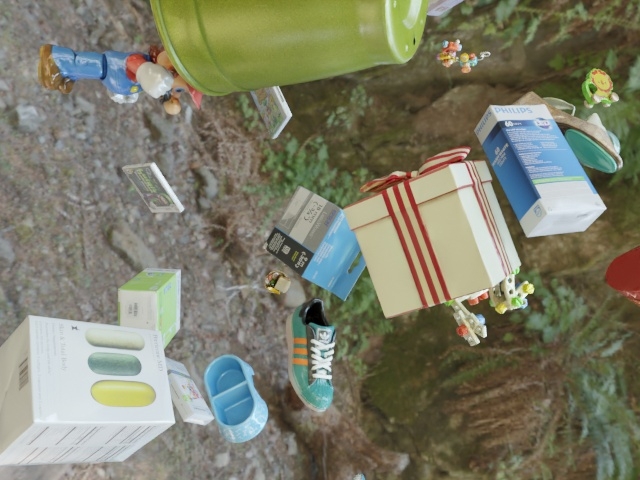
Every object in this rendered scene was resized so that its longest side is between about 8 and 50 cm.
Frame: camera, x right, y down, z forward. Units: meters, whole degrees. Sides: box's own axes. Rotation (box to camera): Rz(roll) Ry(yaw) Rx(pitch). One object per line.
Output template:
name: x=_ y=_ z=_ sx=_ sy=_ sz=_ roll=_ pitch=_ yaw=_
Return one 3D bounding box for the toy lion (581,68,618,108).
toy lion: x=0.670 y=-0.371 z=1.516 sx=0.100 sy=0.034 sz=0.096 roll=-10 pitch=75 yaw=-27

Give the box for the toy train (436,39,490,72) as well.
toy train: x=0.422 y=-0.550 z=1.892 sx=0.166 sy=0.125 sz=0.046 roll=8 pitch=83 yaw=-24

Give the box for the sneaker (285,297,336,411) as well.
sneaker: x=-0.016 y=0.282 z=1.612 sx=0.108 sy=0.121 sz=0.302 roll=14 pitch=43 yaw=-31

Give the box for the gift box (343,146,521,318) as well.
gift box: x=0.214 y=-0.023 z=1.216 sx=0.276 sy=0.255 sz=0.258 roll=-18 pitch=88 yaw=-64

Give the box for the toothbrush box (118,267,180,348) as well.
toothbrush box: x=-0.522 y=0.216 z=1.937 sx=0.283 sy=0.122 sz=0.207 roll=-78 pitch=171 yaw=-79

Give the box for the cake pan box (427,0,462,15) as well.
cake pan box: x=0.333 y=-0.718 z=1.517 sx=0.070 sy=0.266 sz=0.246 roll=-19 pitch=91 yaw=-45

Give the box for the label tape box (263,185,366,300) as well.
label tape box: x=0.000 y=0.000 z=1.953 sx=0.105 sy=0.333 sz=0.241 roll=28 pitch=94 yaw=-46

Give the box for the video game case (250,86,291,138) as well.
video game case: x=-0.166 y=-0.451 z=2.033 sx=0.194 sy=0.023 sz=0.212 roll=65 pitch=-19 yaw=2

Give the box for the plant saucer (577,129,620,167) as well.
plant saucer: x=0.757 y=-0.258 z=1.720 sx=0.021 sy=0.119 sz=0.120 roll=43 pitch=37 yaw=-65

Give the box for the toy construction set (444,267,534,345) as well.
toy construction set: x=0.474 y=0.164 z=1.830 sx=0.327 sy=0.151 sz=0.215 roll=-28 pitch=100 yaw=-38

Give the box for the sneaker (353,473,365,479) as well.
sneaker: x=0.084 y=0.799 z=1.876 sx=0.229 sy=0.092 sz=0.088 roll=-63 pitch=140 yaw=-51

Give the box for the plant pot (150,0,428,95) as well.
plant pot: x=-0.019 y=-0.411 z=1.009 sx=0.366 sy=0.352 sz=0.367 roll=8 pitch=90 yaw=-69

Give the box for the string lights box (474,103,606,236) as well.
string lights box: x=0.408 y=-0.139 z=1.184 sx=0.077 sy=0.133 sz=0.260 roll=112 pitch=-32 yaw=-53

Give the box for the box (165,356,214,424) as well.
box: x=-0.373 y=0.410 z=1.707 sx=0.186 sy=0.038 sz=0.145 roll=54 pitch=-2 yaw=24

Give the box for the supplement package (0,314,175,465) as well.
supplement package: x=-0.446 y=0.283 z=1.162 sx=0.262 sy=0.198 sz=0.199 roll=16 pitch=45 yaw=-44

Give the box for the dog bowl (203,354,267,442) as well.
dog bowl: x=-0.277 y=0.487 z=1.982 sx=0.297 sy=0.165 sz=0.074 roll=60 pitch=-6 yaw=43

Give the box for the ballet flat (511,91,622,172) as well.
ballet flat: x=0.625 y=-0.286 z=1.564 sx=0.316 sy=0.106 sz=0.108 roll=37 pitch=-14 yaw=24

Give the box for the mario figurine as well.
mario figurine: x=-0.346 y=-0.288 z=1.174 sx=0.170 sy=0.320 sz=0.198 roll=93 pitch=-4 yaw=-45

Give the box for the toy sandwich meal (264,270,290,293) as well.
toy sandwich meal: x=-0.137 y=0.136 z=2.003 sx=0.086 sy=0.085 sz=0.029 roll=62 pitch=-11 yaw=-27

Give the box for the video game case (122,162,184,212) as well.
video game case: x=-0.561 y=-0.173 z=2.100 sx=0.022 sy=0.173 sz=0.190 roll=-51 pitch=126 yaw=-35

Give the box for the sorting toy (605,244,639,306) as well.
sorting toy: x=0.515 y=0.122 z=0.812 sx=0.126 sy=0.127 sz=0.365 roll=55 pitch=7 yaw=-19
